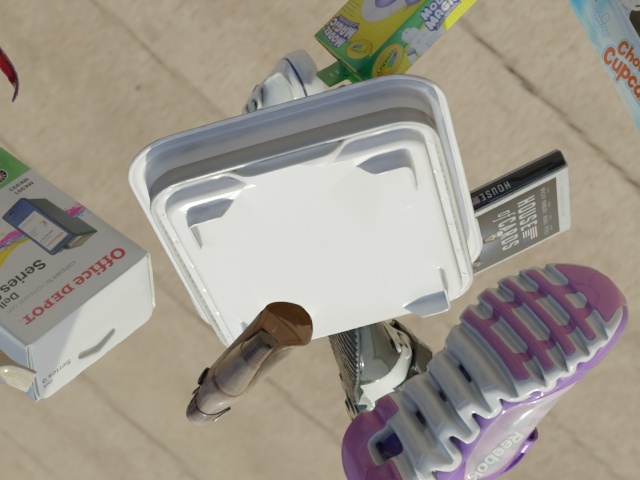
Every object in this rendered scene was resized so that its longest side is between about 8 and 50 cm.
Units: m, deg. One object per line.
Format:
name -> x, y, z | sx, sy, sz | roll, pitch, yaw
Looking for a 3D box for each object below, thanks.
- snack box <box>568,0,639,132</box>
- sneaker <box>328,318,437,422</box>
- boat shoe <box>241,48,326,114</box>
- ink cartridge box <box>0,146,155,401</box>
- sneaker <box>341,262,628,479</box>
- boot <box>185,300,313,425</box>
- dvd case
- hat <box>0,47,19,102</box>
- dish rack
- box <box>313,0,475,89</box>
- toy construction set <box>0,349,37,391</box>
snack box -> 0.395, -0.197, 1.475 | 0.187, 0.322, 0.060 | 66, 146, 21
sneaker -> 0.095, 0.154, 2.000 | 0.330, 0.146, 0.122 | 77, 172, -49
boat shoe -> -0.046, -0.129, 1.684 | 0.083, 0.076, 0.226 | 61, 165, 14
ink cartridge box -> -0.281, 0.028, 1.470 | 0.212, 0.154, 0.093 | 35, 147, 25
sneaker -> 0.128, 0.113, 1.129 | 0.104, 0.236, 0.095 | 35, -162, -44
boot -> -0.056, 0.092, 1.168 | 0.042, 0.118, 0.087 | 46, 111, 8
dvd case -> 0.166, -0.004, 1.740 | 0.179, 0.238, 0.029 | 65, 179, -67
hat -> -0.283, -0.231, 1.043 | 0.208, 0.173, 0.183 | 25, -176, -37
dish rack -> 0.000, 0.000, 1.421 | 0.285, 0.072, 0.333 | -15, 145, 5
box -> 0.068, -0.203, 1.416 | 0.043, 0.179, 0.105 | 41, -176, -34
toy construction set -> -0.267, 0.207, 1.061 | 0.237, 0.257, 0.309 | 23, 112, -9
